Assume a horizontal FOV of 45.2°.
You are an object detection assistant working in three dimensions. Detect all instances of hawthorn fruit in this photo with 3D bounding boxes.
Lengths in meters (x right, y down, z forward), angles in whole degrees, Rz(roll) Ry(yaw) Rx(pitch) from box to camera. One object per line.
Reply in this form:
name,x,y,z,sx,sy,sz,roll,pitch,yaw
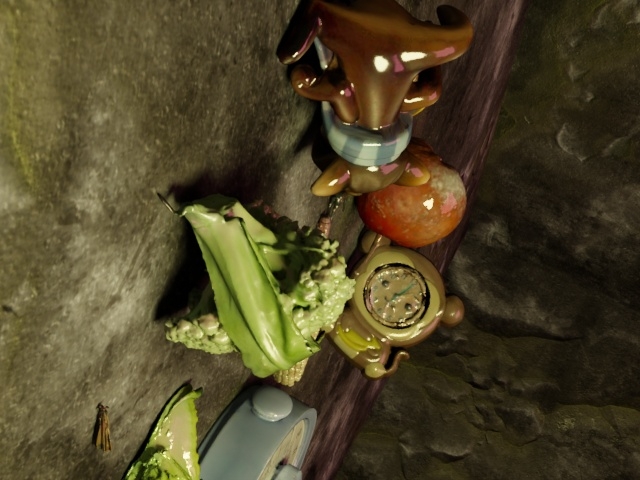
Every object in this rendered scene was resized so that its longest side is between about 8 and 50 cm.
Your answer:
hawthorn fruit,0.183,-0.102,1.646,0.231,0.263,0.235,68,26,-19

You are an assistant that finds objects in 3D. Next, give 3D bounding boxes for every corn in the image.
corn,-0.051,0.202,1.567,0.087,0.087,0.211,-47,161,-48

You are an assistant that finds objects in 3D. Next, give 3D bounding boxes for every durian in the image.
durian,-0.253,0.399,1.162,0.375,0.106,0.132,-66,160,-10

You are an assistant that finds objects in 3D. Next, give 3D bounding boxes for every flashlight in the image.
flashlight,0.000,0.000,1.507,0.031,0.052,0.110,-8,122,-29

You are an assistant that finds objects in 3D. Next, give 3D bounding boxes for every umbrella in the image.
umbrella,-0.277,0.242,0.982,0.020,0.031,0.083,-7,126,-34

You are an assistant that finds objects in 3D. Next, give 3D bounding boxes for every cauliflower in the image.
cauliflower,-0.091,0.029,0.975,0.239,0.256,0.315,-53,131,-27

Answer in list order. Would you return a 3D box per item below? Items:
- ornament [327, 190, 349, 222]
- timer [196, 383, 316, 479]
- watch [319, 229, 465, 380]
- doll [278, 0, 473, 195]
ornament,0.044,-0.100,1.503,0.073,0.028,0.125,-41,154,-57
timer,-0.130,0.463,1.534,0.395,0.173,0.395,-55,162,-28
watch,0.159,0.170,1.937,0.335,0.314,0.327,-47,173,-8
doll,0.071,-0.225,1.142,0.318,0.209,0.340,-21,143,-20
